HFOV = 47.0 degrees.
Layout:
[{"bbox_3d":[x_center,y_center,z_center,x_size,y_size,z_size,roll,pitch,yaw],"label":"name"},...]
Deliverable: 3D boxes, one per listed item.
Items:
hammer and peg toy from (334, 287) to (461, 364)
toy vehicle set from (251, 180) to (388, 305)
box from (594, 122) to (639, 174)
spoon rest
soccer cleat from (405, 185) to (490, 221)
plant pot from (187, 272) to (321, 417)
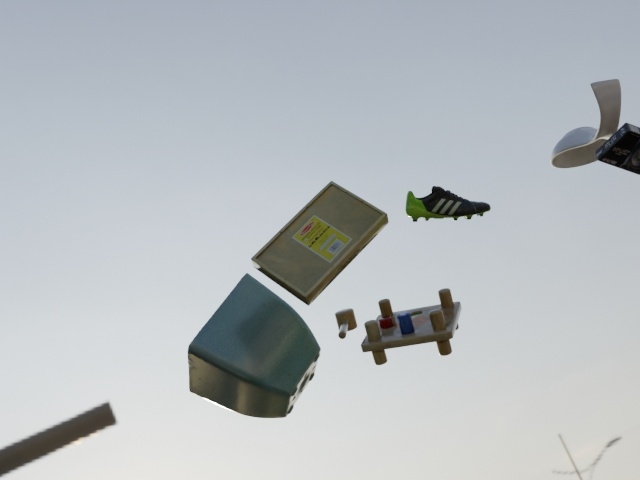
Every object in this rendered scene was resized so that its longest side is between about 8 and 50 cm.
[{"bbox_3d":[0.207,0.252,2.060,0.361,0.128,0.266,-12,10,18],"label":"hammer and peg toy"},{"bbox_3d":[0.000,0.000,1.596,0.267,0.166,0.035,-45,-31,-20],"label":"toy vehicle set"},{"bbox_3d":[0.457,-0.133,1.074,0.083,0.018,0.067,15,-41,-20],"label":"box"},{"bbox_3d":[0.553,-0.214,1.504,0.137,0.084,0.276,-9,-24,2],"label":"spoon rest"},{"bbox_3d":[0.265,-0.078,1.528,0.178,0.072,0.060,-2,5,0],"label":"soccer cleat"},{"bbox_3d":[-0.143,0.282,1.766,0.252,0.247,0.248,28,-35,11],"label":"plant pot"}]
